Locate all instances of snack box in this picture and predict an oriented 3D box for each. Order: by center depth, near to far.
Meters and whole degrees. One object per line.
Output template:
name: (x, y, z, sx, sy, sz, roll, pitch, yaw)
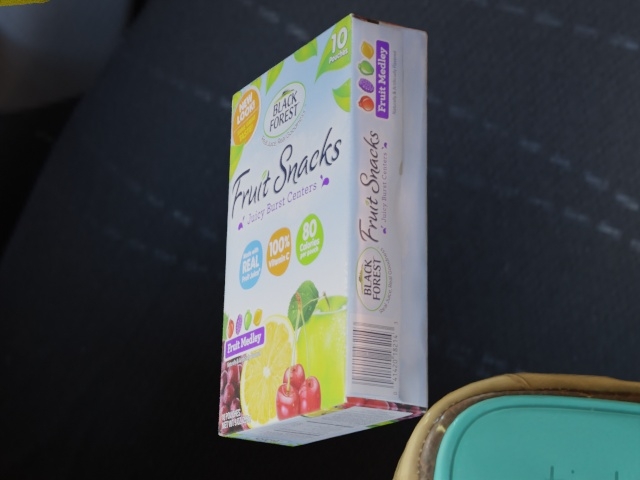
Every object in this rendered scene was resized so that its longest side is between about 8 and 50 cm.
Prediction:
snack box: (0.000, 0.000, 0.587, 0.037, 0.100, 0.141, 10, 73, -28)

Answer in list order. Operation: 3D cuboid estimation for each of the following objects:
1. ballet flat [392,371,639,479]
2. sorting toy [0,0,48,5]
ballet flat: (0.133, 0.072, 0.380, 0.232, 0.073, 0.080, 9, 68, 5)
sorting toy: (-0.230, -0.109, 0.583, 0.307, 0.229, 0.041, -10, 63, -19)
